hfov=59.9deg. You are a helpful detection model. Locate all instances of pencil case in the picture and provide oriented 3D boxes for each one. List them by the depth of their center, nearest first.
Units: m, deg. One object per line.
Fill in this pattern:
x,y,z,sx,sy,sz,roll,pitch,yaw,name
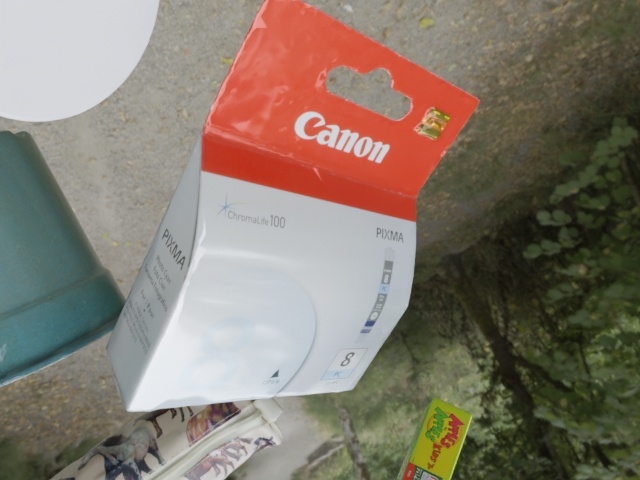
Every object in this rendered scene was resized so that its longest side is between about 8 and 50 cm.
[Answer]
-0.249,0.332,0.776,0.410,0.160,0.183,-32,-166,-20,pencil case

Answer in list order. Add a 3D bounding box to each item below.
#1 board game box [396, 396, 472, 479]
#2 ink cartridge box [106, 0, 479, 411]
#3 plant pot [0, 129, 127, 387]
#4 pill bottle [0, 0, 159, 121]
0.124,0.238,0.625,0.181,0.043,0.092,74,40,-67,board game box
0.000,0.000,0.567,0.308,0.091,0.385,10,119,-43,ink cartridge box
-0.512,0.026,0.864,0.341,0.334,0.341,-18,-170,3,plant pot
-0.304,-0.231,0.390,0.210,0.362,0.210,-48,155,-31,pill bottle
